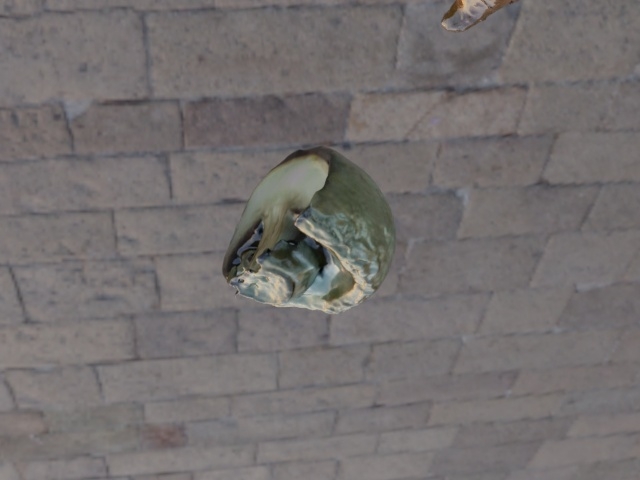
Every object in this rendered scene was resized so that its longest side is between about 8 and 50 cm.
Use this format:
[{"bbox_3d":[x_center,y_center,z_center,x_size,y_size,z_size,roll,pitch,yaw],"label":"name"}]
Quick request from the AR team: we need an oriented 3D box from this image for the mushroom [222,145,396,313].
[{"bbox_3d":[0.000,-0.005,1.330,0.164,0.190,0.267,30,139,-18],"label":"mushroom"}]

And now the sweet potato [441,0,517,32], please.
[{"bbox_3d":[0.193,-0.236,0.628,0.112,0.112,0.359,16,143,-34],"label":"sweet potato"}]
